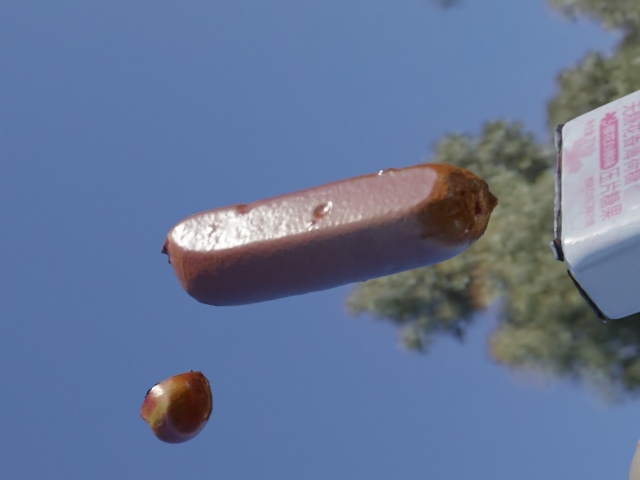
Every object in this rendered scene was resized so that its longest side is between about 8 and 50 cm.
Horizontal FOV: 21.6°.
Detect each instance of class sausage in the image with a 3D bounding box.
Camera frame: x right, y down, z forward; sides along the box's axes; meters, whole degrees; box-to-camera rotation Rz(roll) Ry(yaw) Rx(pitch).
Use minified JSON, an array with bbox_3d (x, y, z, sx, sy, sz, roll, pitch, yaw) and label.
[{"bbox_3d":[0.000,0.000,1.616,0.097,0.348,0.094,59,-151,-36],"label":"sausage"}]

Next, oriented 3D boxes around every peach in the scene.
[{"bbox_3d":[-0.163,0.206,2.013,0.098,0.098,0.061,31,-163,-47],"label":"peach"}]

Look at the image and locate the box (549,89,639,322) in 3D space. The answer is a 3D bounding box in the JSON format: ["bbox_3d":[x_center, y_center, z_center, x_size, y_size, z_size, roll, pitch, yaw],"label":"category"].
[{"bbox_3d":[0.362,-0.077,1.351,0.112,0.369,0.190,50,-149,-32],"label":"box"}]

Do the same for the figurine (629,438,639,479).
[{"bbox_3d":[0.226,0.163,1.042,0.206,0.365,0.218,-123,16,-46],"label":"figurine"}]
